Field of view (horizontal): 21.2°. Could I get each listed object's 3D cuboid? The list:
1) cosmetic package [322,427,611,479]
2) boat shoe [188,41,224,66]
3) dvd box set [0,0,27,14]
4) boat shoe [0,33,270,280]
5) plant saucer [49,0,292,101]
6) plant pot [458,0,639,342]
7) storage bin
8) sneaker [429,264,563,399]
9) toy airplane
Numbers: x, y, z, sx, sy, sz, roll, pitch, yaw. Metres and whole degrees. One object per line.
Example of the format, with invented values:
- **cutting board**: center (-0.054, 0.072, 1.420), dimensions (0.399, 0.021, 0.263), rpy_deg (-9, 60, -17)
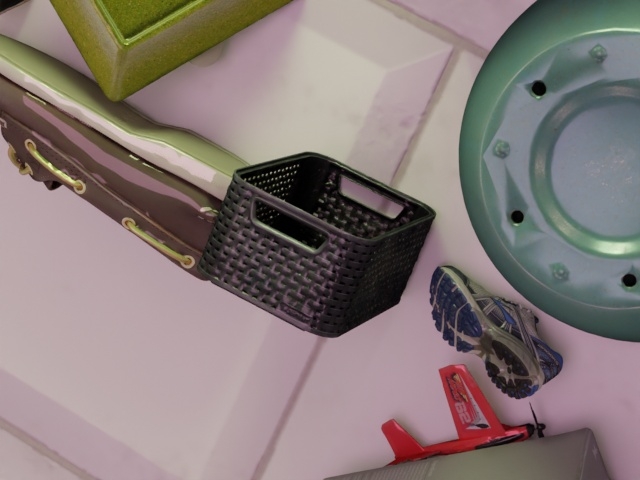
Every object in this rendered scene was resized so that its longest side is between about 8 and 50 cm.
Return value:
- **cosmetic package**: center (0.114, 0.240, 1.342), dimensions (0.238, 0.107, 0.127), rpy_deg (-15, 110, 25)
- **boat shoe**: center (-0.116, -0.207, 1.409), dimensions (0.043, 0.049, 0.137), rpy_deg (-11, 99, 65)
- **dvd box set**: center (-0.403, -0.409, 1.430), dimensions (0.420, 0.062, 0.308), rpy_deg (28, 126, 15)
- **boat shoe**: center (-0.201, -0.081, 1.424), dimensions (0.324, 0.116, 0.097), rpy_deg (29, 104, 9)
- **plant saucer**: center (-0.133, -0.236, 1.358), dimensions (0.188, 0.045, 0.188), rpy_deg (-31, 94, -3)
- **plant pot**: center (0.228, -0.059, 1.193), dimensions (0.293, 0.235, 0.293), rpy_deg (4, 100, 21)
- **storage bin**: center (0.000, 0.000, 1.320), dimensions (0.122, 0.180, 0.084), rpy_deg (27, 108, 16)
- **sneaker**: center (0.138, 0.069, 1.351), dimensions (0.135, 0.058, 0.052), rpy_deg (50, 138, 29)
- **toy airplane**: center (0.112, 0.168, 1.383), dimensions (0.151, 0.028, 0.151), rpy_deg (5, 114, 12)
